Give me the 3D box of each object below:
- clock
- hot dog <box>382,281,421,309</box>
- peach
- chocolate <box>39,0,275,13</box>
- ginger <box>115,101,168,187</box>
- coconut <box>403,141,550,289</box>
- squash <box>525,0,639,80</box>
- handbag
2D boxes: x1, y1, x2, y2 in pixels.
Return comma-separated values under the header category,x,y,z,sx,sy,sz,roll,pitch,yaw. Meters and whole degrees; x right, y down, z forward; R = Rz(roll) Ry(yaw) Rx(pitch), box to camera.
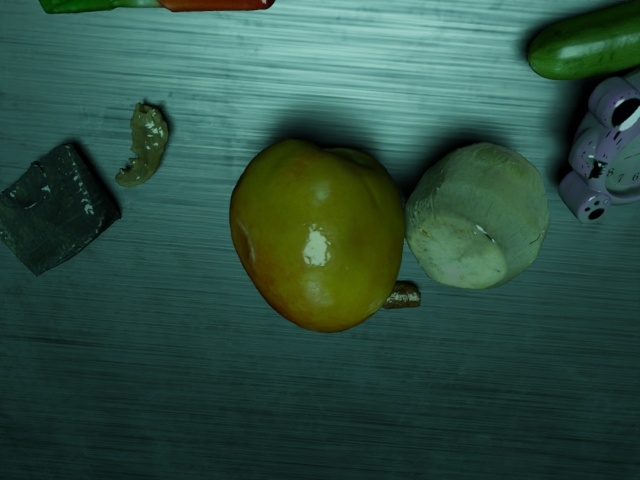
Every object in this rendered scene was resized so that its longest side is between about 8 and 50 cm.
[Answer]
category,x,y,z,sx,sy,sz,roll,pitch,yaw
clock,0.498,-0.154,0.816,0.227,0.090,0.248,-17,137,-1
hot dog,0.161,0.115,1.061,0.083,0.035,0.058,-4,120,5
peach,-0.003,0.001,0.849,0.288,0.289,0.308,10,102,-3
chocolate,-0.211,-0.471,0.622,0.341,0.161,0.360,7,127,13
ginger,-0.310,-0.156,0.919,0.069,0.051,0.173,26,116,-8
coconut,0.255,-0.045,0.868,0.227,0.230,0.227,21,138,20
squash,0.494,-0.310,0.762,0.378,0.101,0.101,-15,118,9
handbag,-0.504,-0.050,0.980,0.270,0.089,0.175,-31,106,19
